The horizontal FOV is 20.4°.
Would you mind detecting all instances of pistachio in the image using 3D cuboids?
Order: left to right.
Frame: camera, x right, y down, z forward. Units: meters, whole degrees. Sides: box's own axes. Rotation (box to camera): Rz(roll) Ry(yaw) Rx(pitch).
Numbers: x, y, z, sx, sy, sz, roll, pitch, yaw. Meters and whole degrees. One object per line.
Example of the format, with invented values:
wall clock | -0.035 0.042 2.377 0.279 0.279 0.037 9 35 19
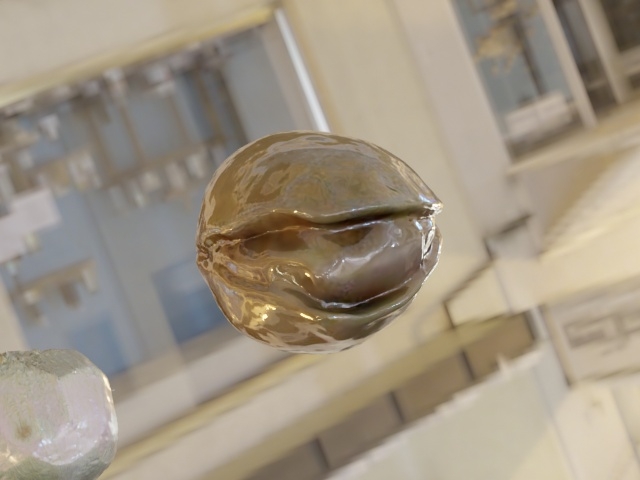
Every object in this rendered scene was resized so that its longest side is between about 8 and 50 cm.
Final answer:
pistachio | 0.000 0.000 1.281 0.181 0.162 0.293 -6 180 -2

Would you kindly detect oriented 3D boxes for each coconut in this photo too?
coconut | -0.330 0.230 2.128 0.194 0.194 0.194 -21 -176 2
